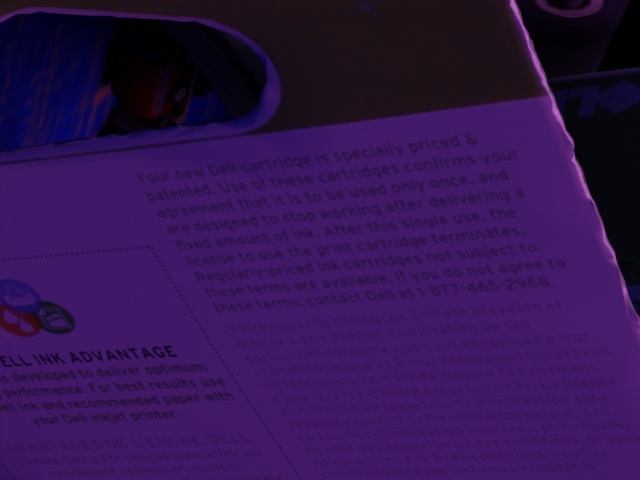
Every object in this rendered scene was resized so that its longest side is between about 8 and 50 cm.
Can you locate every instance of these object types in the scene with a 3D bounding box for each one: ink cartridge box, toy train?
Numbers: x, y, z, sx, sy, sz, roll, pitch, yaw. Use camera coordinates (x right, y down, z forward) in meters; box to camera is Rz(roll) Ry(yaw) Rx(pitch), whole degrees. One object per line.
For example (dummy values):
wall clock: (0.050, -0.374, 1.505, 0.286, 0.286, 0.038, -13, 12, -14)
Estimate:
ink cartridge box: (0.000, 0.000, 0.435, 0.255, 0.189, 0.097, 61, 35, -40)
toy train: (-0.049, -0.058, 0.608, 0.036, 0.027, 0.158, -40, 156, -47)

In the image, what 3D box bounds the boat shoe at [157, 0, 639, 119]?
boat shoe: (0.059, -0.098, 0.557, 0.500, 0.156, 0.187, 36, 55, -75)
